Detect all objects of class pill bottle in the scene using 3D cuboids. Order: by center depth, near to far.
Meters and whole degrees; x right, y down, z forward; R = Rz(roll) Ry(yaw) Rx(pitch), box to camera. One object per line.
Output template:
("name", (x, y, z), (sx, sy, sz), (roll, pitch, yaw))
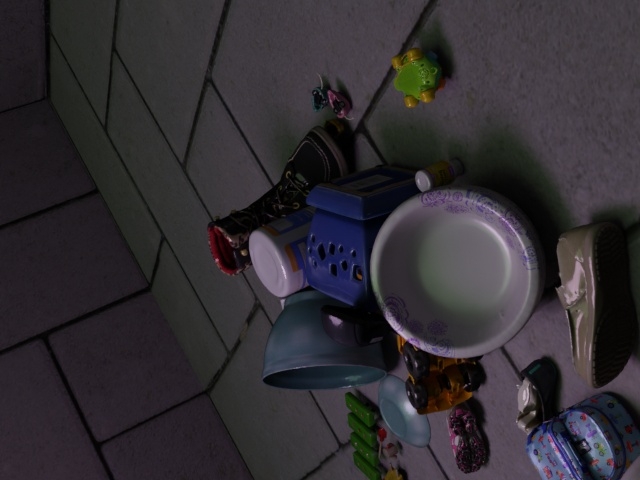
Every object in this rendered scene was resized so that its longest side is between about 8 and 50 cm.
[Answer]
("pill bottle", (0.212, -0.117, 1.553), (0.043, 0.083, 0.043), (42, 146, 39))
("pill bottle", (0.000, 0.000, 1.836), (0.152, 0.272, 0.152), (42, 145, 40))

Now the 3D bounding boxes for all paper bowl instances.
("paper bowl", (0.237, 0.046, 1.483), (0.284, 0.148, 0.285), (3, 98, 19))

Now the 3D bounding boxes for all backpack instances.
("backpack", (0.446, 0.345, 1.454), (0.158, 0.116, 0.173), (66, 147, 23))

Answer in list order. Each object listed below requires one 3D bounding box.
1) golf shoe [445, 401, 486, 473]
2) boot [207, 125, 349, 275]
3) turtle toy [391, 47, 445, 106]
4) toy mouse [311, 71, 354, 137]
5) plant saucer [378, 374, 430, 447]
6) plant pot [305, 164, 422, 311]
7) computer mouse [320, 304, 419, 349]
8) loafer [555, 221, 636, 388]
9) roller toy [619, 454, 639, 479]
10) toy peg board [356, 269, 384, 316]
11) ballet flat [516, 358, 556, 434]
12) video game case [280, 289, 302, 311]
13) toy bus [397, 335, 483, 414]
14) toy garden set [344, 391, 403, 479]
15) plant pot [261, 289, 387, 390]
("golf shoe", (0.307, 0.409, 1.859), (0.086, 0.067, 0.186), (-101, -2, -64))
("boot", (-0.098, -0.075, 1.921), (0.138, 0.284, 0.377), (52, 156, 10))
("turtle toy", (0.169, -0.283, 1.515), (0.130, 0.066, 0.095), (-5, 106, 63))
("toy mouse", (0.024, -0.286, 1.826), (0.161, 0.031, 0.143), (9, 119, 60))
("plant saucer", (0.188, 0.418, 2.105), (0.195, 0.037, 0.195), (44, 147, 38))
("plant pot", (0.112, -0.018, 1.668), (0.236, 0.235, 0.212), (21, 124, 56))
("computer mouse", (0.103, 0.169, 1.543), (0.184, 0.262, 0.060), (19, 92, 17))
("loafer", (0.416, 0.095, 1.342), (0.092, 0.101, 0.269), (22, 121, 57))
("roller toy", (0.529, 0.384, 1.262), (0.146, 0.209, 0.191), (42, 180, 41))
("toy peg board", (0.116, 0.095, 1.921), (0.160, 0.079, 0.161), (27, 134, 52))
("ballet flat", (0.387, 0.306, 1.597), (0.074, 0.074, 0.203), (35, 141, 47))
("video game case", (-0.065, 0.185, 2.262), (0.212, 0.023, 0.194), (-82, -19, -65))
("toy bus", (0.217, 0.210, 1.775), (0.211, 0.149, 0.220), (-123, 21, -47))
("toy garden set", (0.150, 0.532, 2.265), (0.203, 0.049, 0.244), (34, 139, 50))
("plant pot", (0.005, 0.230, 2.063), (0.293, 0.292, 0.196), (134, 136, -63))
